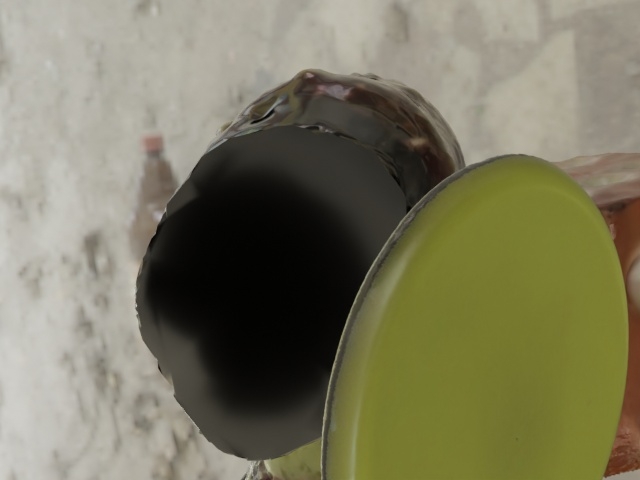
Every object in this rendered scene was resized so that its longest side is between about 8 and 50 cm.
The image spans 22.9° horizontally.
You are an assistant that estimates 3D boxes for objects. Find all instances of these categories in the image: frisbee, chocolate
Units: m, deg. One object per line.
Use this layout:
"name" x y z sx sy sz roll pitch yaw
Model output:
"frisbee" 0.083 0.076 0.745 0.017 0.236 0.236 10 106 40
"chocolate" 0.000 0.000 1.319 0.225 0.210 0.340 33 126 7

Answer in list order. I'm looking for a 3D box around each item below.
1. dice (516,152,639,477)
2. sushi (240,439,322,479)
"dice" 0.165 0.041 1.022 0.174 0.175 0.179 2 110 48
"sushi" -0.016 0.278 1.820 0.236 0.171 0.270 102 -177 -64
